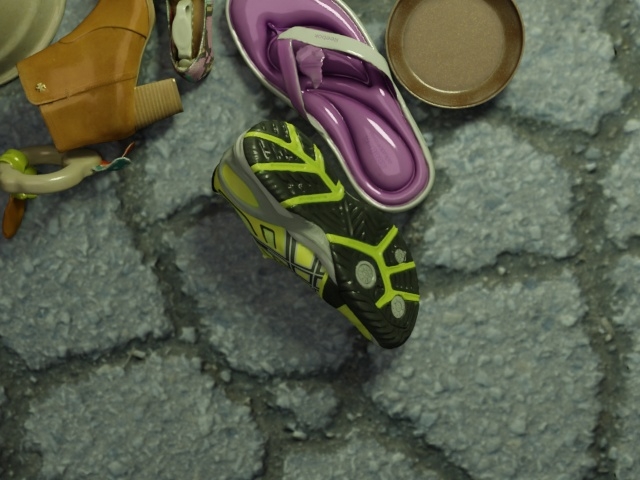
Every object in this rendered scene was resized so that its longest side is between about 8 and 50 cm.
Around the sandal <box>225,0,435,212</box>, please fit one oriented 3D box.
[{"bbox_3d":[0.024,-0.224,1.306,0.169,0.102,0.416,-40,90,6],"label":"sandal"}]

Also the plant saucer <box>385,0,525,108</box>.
[{"bbox_3d":[0.192,-0.287,1.319,0.199,0.036,0.198,0,93,3],"label":"plant saucer"}]

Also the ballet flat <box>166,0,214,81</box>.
[{"bbox_3d":[-0.194,-0.342,1.327,0.077,0.079,0.221,-3,94,5],"label":"ballet flat"}]

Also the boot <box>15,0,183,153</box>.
[{"bbox_3d":[-0.334,-0.286,1.312,0.211,0.104,0.295,-16,96,-7],"label":"boot"}]

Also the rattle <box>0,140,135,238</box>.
[{"bbox_3d":[-0.374,-0.072,1.369,0.200,0.130,0.142,-7,106,-21],"label":"rattle"}]

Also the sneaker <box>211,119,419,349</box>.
[{"bbox_3d":[0.000,0.000,1.325,0.147,0.145,0.384,-24,108,48],"label":"sneaker"}]

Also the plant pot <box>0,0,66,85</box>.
[{"bbox_3d":[-0.557,-0.381,1.240,0.334,0.305,0.333,0,94,5],"label":"plant pot"}]
